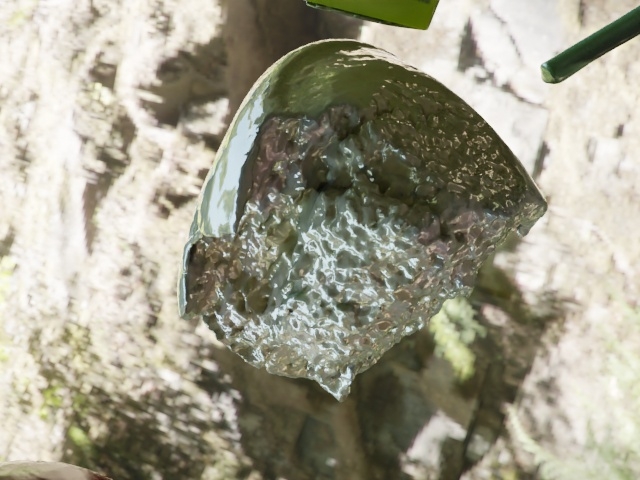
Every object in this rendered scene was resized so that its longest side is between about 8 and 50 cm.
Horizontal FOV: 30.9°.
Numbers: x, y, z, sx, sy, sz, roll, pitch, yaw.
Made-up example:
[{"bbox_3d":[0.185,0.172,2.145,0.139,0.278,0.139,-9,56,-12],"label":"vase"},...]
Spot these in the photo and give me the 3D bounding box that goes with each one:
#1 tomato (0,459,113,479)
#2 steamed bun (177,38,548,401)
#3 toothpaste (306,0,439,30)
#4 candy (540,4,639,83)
[{"bbox_3d":[-0.151,0.141,0.422,0.225,0.085,0.225,-21,-22,-9],"label":"tomato"},{"bbox_3d":[0.000,0.000,0.749,0.170,0.200,0.225,-11,-38,-42],"label":"steamed bun"},{"bbox_3d":[0.067,-0.260,0.564,0.327,0.077,0.110,111,167,-50],"label":"toothpaste"},{"bbox_3d":[0.331,-0.220,0.781,0.440,0.119,0.119,-30,-48,-11],"label":"candy"}]
